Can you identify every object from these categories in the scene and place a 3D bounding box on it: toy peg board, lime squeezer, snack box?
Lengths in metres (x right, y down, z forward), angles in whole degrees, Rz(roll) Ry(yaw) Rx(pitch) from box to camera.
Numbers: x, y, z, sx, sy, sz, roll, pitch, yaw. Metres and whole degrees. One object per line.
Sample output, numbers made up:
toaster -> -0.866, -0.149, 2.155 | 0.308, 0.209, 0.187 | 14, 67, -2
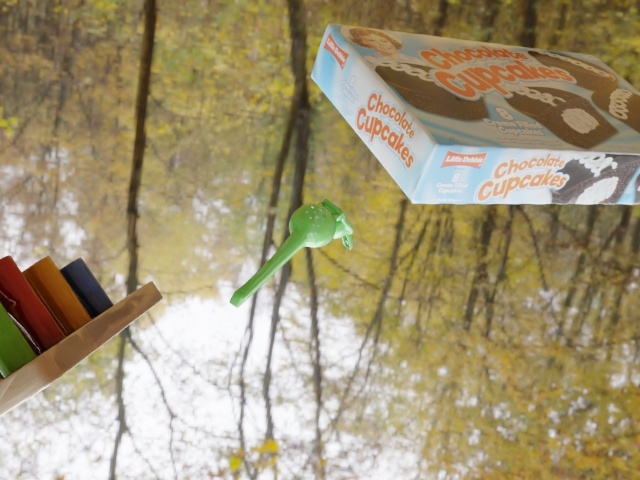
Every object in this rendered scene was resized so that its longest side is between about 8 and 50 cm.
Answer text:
toy peg board -> -0.198, 0.060, 0.534 | 0.161, 0.079, 0.160 | -32, -175, 15
lime squeezer -> 0.000, 0.000, 1.164 | 0.059, 0.110, 0.310 | 21, -159, 21
snack box -> 0.172, -0.108, 0.818 | 0.322, 0.060, 0.187 | -1, -141, -31
